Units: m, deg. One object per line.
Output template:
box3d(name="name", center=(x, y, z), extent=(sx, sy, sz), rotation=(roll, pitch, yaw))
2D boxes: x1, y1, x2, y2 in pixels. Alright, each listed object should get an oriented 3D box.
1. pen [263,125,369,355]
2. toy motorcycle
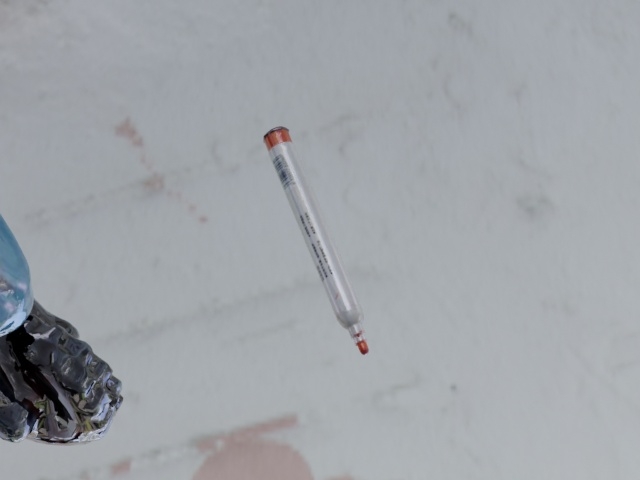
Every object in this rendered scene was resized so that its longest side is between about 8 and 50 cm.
box3d(name="pen", center=(0.000, 0.000, 1.421), extent=(0.026, 0.218, 0.026), rotation=(-19, -24, -9))
box3d(name="toy motorcycle", center=(-0.328, 0.022, 1.140), extent=(0.416, 0.172, 0.232), rotation=(17, -30, 17))
